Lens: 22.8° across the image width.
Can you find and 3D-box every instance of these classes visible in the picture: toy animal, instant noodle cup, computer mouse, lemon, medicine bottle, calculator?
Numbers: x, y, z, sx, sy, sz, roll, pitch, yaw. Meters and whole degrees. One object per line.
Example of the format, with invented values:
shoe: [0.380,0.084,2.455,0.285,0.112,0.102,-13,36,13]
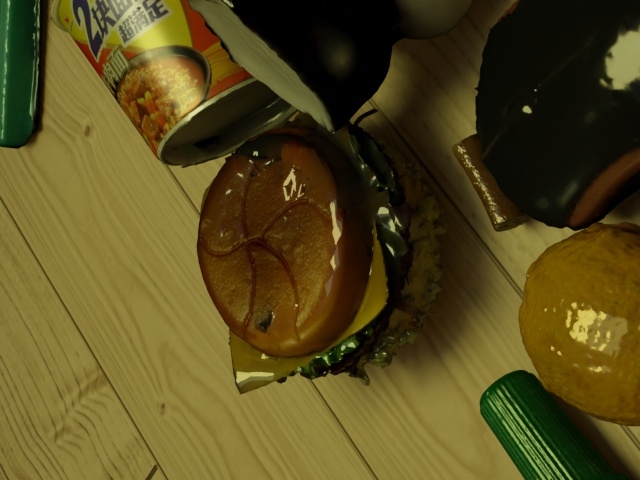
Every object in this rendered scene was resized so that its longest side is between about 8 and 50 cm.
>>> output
toy animal: [0.024,-0.221,1.261,0.187,0.235,0.165,39,166,25]
instant noodle cup: [-0.112,-0.178,1.426,0.213,0.213,0.174,-40,74,41]
computer mouse: [0.220,-0.131,1.133,0.323,0.116,0.183,-37,63,43]
lemon: [0.215,0.058,1.138,0.187,0.142,0.142,32,117,46]
medicine bottle: [0.222,0.226,1.195,0.309,0.076,0.111,54,127,28]
calculator: [-0.410,-0.245,1.829,0.274,0.058,0.248,17,106,46]

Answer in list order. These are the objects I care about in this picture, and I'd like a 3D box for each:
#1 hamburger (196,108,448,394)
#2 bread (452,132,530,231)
hamburger: [0.000,0.000,1.358,0.243,0.139,0.261,-29,69,41]
bread: [0.141,-0.049,1.272,0.036,0.047,0.083,-42,65,39]
